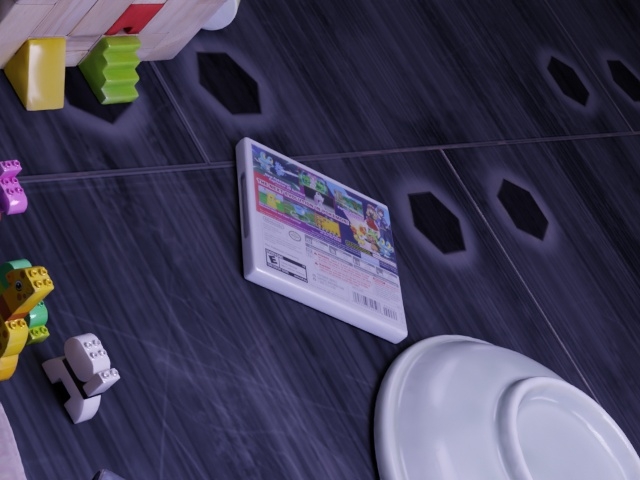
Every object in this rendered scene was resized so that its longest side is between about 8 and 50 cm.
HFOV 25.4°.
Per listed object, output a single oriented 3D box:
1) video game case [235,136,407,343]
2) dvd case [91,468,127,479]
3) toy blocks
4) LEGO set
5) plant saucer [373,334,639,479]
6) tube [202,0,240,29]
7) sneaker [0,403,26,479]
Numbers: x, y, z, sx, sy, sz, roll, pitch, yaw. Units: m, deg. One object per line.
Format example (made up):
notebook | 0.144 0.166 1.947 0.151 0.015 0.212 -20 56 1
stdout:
video game case | 0.000 0.000 1.479 0.201 0.023 0.183 25 41 -31
dvd case | -0.118 0.292 1.000 0.179 0.029 0.238 32 38 -11
toy blocks | -0.182 -0.280 1.331 0.381 0.261 0.190 -13 67 -54
LEGO set | -0.236 0.030 1.110 0.087 0.093 0.227 -13 68 -53
plant saucer | 0.232 0.250 1.429 0.400 0.100 0.400 30 38 -26
tube | -0.112 -0.321 1.644 0.240 0.062 0.070 -84 169 -54
sneaker | -0.230 0.231 0.893 0.121 0.108 0.302 -10 44 -20
